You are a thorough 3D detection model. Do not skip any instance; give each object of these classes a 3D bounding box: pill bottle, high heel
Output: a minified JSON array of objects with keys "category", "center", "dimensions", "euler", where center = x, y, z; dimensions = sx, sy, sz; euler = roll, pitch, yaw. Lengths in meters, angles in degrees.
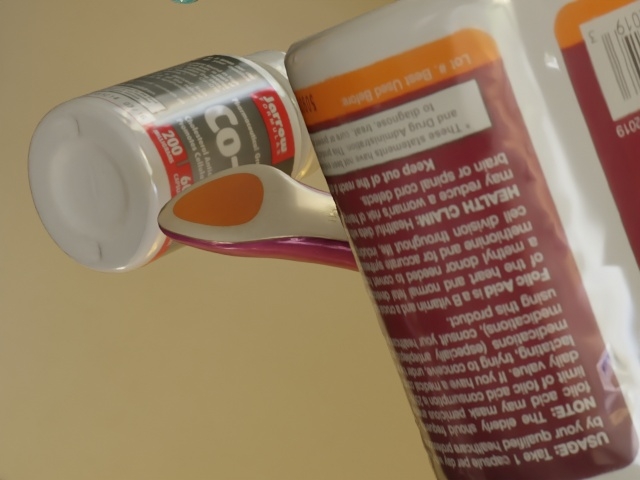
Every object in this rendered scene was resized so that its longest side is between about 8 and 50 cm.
[{"category":"pill bottle","center":[0.146,0.032,0.965],"dimensions":[0.224,0.392,0.224],"euler":[-20,-173,2]},{"category":"pill bottle","center":[-0.120,-0.084,1.534],"dimensions":[0.283,0.161,0.161],"euler":[-27,157,-49]},{"category":"high heel","center":[0.000,0.000,1.272],"dimensions":[0.117,0.244,0.082],"euler":[65,24,-47]}]

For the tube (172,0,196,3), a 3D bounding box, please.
[{"category":"tube","center":[-0.041,-0.229,1.014],"dimensions":[0.080,0.052,0.207],"euler":[-6,152,-44]}]
